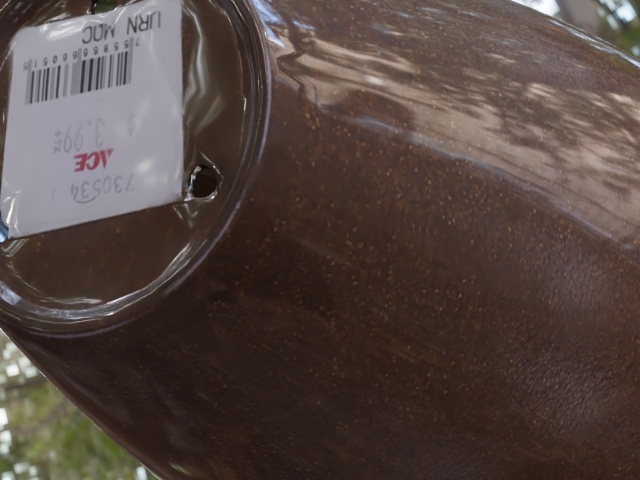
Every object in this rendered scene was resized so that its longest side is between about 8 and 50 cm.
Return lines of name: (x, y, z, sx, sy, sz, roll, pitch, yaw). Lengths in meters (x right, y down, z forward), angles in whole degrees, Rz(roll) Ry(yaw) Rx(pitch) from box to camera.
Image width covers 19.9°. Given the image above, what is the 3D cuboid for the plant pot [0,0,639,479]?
plant pot: (0.000, 0.000, 0.552, 0.215, 0.215, 0.230, -38, -31, 17)
